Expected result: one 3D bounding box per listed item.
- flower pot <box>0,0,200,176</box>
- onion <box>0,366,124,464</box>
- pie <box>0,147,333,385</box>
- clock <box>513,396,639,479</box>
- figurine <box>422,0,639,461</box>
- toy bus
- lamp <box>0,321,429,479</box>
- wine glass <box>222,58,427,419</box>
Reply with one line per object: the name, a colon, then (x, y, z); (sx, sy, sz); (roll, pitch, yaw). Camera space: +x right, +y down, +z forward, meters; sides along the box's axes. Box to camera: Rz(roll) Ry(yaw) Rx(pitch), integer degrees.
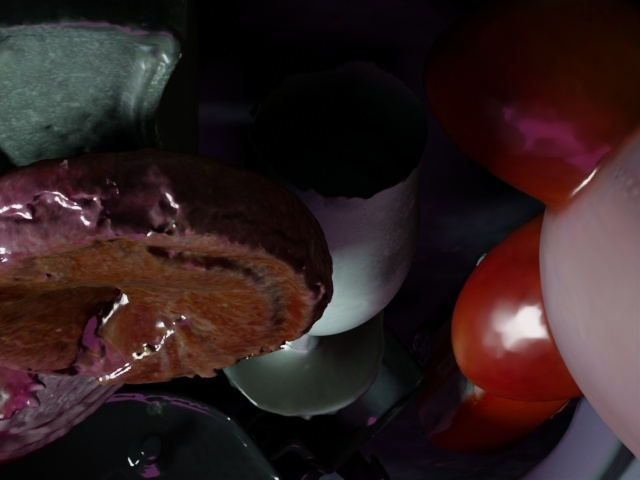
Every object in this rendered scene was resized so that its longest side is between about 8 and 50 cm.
flower pot: (-0.103, -0.073, 0.831); (0.103, 0.108, 0.229); (-1, 151, -3)
onion: (-0.146, 0.023, 1.008); (0.198, 0.135, 0.173); (-26, 166, -50)
pie: (-0.083, 0.014, 0.829); (0.182, 0.050, 0.182); (-4, 157, -2)
clock: (0.235, 0.187, 1.124); (0.338, 0.339, 0.102); (-14, 147, 18)
figurine: (0.204, 0.008, 0.896); (0.211, 0.261, 0.270); (-33, 142, -17)
toy bus: (0.110, 0.069, 1.154); (0.079, 0.077, 0.174); (7, 150, -18)
lamp: (-0.117, 0.193, 1.150); (0.374, 0.205, 0.272); (-39, 180, -25)
wine glass: (0.000, 0.000, 0.991); (0.103, 0.103, 0.222); (0, 150, -8)
